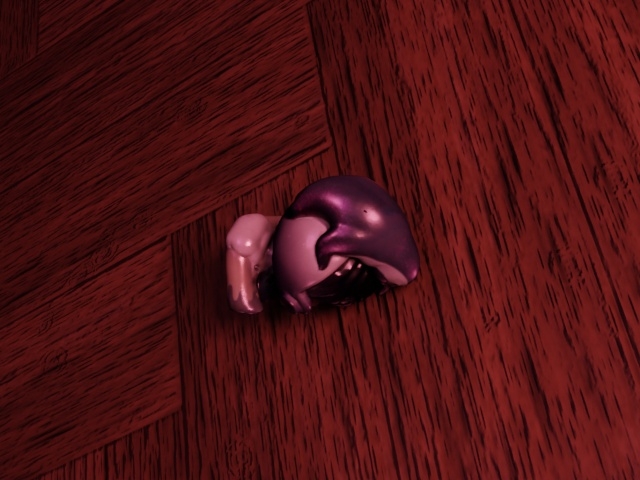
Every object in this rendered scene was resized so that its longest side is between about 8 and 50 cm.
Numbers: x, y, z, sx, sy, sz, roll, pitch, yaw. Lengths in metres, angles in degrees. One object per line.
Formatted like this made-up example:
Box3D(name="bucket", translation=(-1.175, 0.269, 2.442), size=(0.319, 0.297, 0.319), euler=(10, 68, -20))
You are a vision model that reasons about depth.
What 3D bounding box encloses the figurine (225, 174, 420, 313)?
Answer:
Box3D(name="figurine", translation=(0.000, 0.000, 1.126), size=(0.222, 0.145, 0.145), euler=(-6, 60, 37))
